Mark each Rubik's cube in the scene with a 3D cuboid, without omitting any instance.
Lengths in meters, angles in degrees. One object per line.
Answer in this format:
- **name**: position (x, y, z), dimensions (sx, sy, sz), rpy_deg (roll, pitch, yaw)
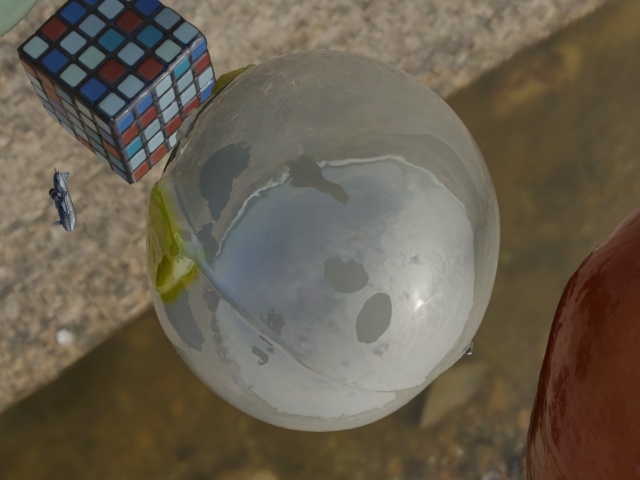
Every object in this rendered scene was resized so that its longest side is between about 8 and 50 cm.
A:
- **Rubik's cube**: position (-0.265, -0.221, 1.931), dimensions (0.184, 0.182, 0.187), rpy_deg (-47, 161, -14)

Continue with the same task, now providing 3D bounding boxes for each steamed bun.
- **steamed bun**: position (0.004, -0.004, 1.326), dimensions (0.334, 0.374, 0.334), rpy_deg (7, 123, 11)

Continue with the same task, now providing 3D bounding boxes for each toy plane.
- **toy plane**: position (-0.333, -0.051, 1.863), dimensions (0.031, 0.078, 0.083), rpy_deg (-8, 103, -15)

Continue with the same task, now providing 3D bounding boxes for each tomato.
- **tomato**: position (0.209, 0.067, 0.682), dimensions (0.260, 0.180, 0.260), rpy_deg (-30, 142, -27)

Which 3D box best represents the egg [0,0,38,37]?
- **egg**: position (-0.295, -0.281, 1.160), dimensions (0.203, 0.203, 0.282), rpy_deg (7, 111, -39)
